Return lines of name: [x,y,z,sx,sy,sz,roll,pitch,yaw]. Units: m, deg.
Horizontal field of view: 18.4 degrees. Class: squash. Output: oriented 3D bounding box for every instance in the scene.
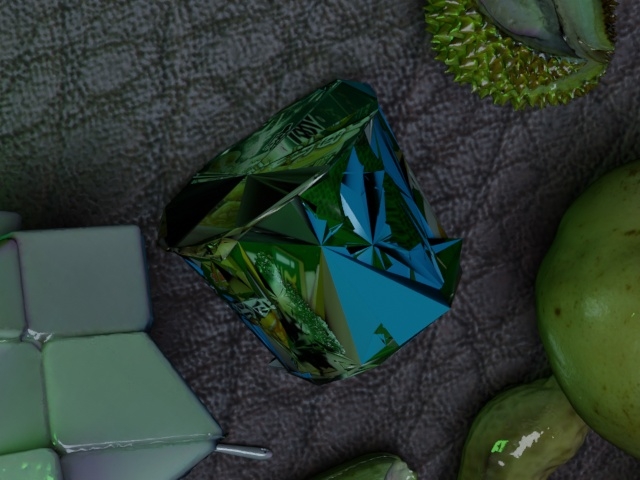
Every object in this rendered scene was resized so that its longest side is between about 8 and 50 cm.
squash: [-0.020,0.263,1.834,0.239,0.069,0.069,-25,103,0]

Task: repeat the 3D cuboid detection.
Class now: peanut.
peanut: [0.176,0.223,1.834,0.103,0.098,0.229,11,104,-50]

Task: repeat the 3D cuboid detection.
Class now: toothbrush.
toothbrush: [-0.125,0.193,1.838,0.162,0.014,0.017,8,119,-8]

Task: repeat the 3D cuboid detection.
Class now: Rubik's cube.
Rubik's cube: [-0.280,0.154,1.608,0.368,0.387,0.358,-5,74,-16]

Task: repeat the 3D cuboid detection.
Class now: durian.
durian: [0.165,-0.217,1.731,0.193,0.138,0.237,17,58,-10]

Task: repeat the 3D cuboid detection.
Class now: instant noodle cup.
instant noodle cup: [0.000,0.000,1.715,0.240,0.240,0.178,-36,110,2]

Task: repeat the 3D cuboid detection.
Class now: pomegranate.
pomegranate: [0.344,0.054,1.703,0.319,0.319,0.319,-1,101,-6]
